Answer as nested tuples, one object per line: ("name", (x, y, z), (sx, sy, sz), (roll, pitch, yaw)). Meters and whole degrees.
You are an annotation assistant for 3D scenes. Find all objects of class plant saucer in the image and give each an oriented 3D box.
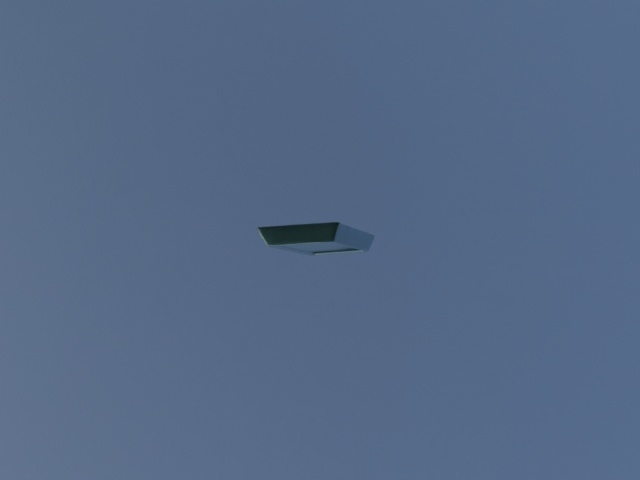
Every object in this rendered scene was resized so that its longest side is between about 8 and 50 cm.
("plant saucer", (0.000, 0.000, 1.087), (0.067, 0.192, 0.018), (-4, -93, 11))
